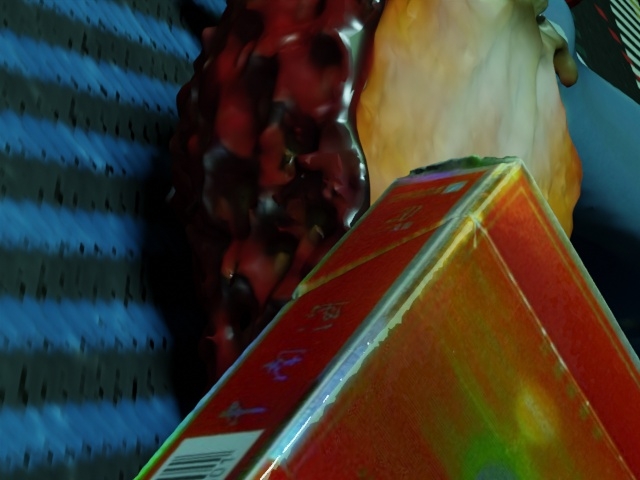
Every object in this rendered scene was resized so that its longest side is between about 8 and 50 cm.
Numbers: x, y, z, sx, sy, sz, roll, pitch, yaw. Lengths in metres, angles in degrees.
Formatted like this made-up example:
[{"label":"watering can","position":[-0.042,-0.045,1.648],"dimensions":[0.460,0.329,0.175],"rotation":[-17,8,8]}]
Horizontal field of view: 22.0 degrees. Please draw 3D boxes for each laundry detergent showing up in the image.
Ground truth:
[{"label":"laundry detergent","position":[0.065,-0.042,0.694],"dimensions":[0.290,0.143,0.094],"rotation":[39,61,-41]}]

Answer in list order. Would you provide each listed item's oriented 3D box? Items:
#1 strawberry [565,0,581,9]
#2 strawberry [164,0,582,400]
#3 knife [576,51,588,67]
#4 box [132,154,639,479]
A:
[{"label":"strawberry","position":[0.082,-0.196,0.841],"dimensions":[0.234,0.178,0.233],"rotation":[35,48,-50]},{"label":"strawberry","position":[0.000,0.000,0.517],"dimensions":[0.190,0.111,0.236],"rotation":[58,40,-47]},{"label":"knife","position":[0.090,-0.109,0.759],"dimensions":[0.278,0.123,0.053],"rotation":[48,-4,-40]},{"label":"box","position":[0.015,0.074,0.382],"dimensions":[0.175,0.048,0.112],"rotation":[-47,113,-38]}]
